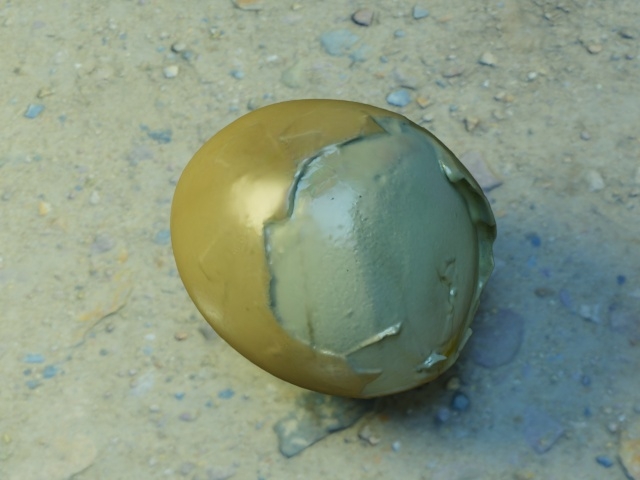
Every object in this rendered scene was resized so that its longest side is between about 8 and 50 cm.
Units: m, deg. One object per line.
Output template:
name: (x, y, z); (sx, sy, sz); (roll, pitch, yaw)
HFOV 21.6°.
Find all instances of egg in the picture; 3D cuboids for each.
egg: (0.000, 0.000, 1.174); (0.244, 0.201, 0.201); (22, 61, 39)
